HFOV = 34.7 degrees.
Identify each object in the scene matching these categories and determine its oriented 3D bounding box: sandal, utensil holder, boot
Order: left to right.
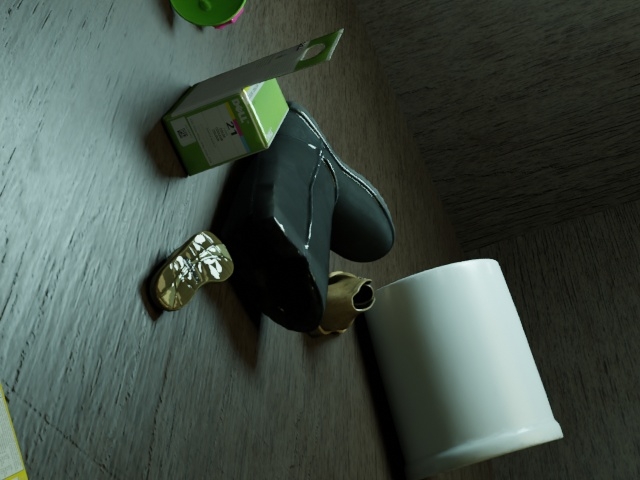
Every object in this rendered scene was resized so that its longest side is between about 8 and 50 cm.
[{"bbox_3d":[-0.172,0.041,1.307,0.072,0.049,0.180,64,31,-10],"label":"sandal"},{"bbox_3d":[-0.002,-0.001,1.696,0.367,0.146,0.445,48,19,-22],"label":"boot"},{"bbox_3d":[0.057,0.110,1.898,0.305,0.115,0.112,-28,98,-76],"label":"boot"},{"bbox_3d":[0.280,0.267,2.117,0.327,0.327,0.385,24,48,-70],"label":"utensil holder"}]

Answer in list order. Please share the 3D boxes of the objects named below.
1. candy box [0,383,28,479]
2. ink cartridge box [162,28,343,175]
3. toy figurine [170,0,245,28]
[{"bbox_3d":[-0.277,0.172,0.812,0.105,0.027,0.206,-5,78,-77],"label":"candy box"},{"bbox_3d":[-0.078,-0.204,1.497,0.189,0.255,0.097,-72,142,-65],"label":"ink cartridge box"},{"bbox_3d":[-0.188,-0.414,1.691,0.173,0.130,0.159,48,1,3],"label":"toy figurine"}]
